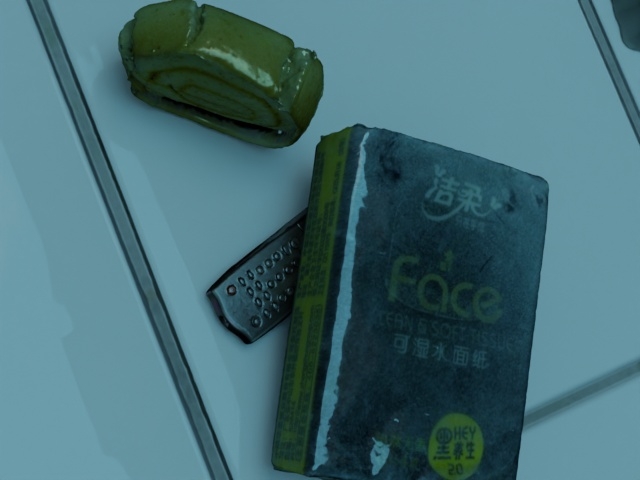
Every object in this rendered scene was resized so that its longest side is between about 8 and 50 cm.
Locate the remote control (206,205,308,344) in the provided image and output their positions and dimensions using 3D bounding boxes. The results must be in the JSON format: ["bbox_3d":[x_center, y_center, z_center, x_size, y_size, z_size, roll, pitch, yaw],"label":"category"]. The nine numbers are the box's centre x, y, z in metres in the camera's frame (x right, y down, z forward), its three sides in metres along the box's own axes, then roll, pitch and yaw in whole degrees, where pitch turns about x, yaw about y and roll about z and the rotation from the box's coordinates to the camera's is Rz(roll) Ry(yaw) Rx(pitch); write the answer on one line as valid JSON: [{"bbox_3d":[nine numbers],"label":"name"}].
[{"bbox_3d":[0.000,0.000,0.961,0.212,0.028,0.059,-39,97,-27],"label":"remote control"}]

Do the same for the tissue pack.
[{"bbox_3d":[0.070,0.060,0.928,0.185,0.081,0.257,14,78,-28],"label":"tissue pack"}]

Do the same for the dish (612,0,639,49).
[{"bbox_3d":[0.319,-0.245,1.161,0.091,0.039,0.137,-12,82,-26],"label":"dish"}]

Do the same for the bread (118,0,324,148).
[{"bbox_3d":[-0.074,-0.126,0.910,0.156,0.117,0.064,23,70,-17],"label":"bread"}]
